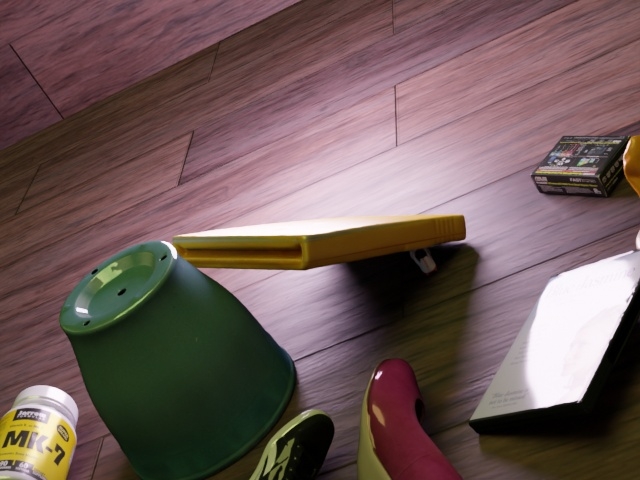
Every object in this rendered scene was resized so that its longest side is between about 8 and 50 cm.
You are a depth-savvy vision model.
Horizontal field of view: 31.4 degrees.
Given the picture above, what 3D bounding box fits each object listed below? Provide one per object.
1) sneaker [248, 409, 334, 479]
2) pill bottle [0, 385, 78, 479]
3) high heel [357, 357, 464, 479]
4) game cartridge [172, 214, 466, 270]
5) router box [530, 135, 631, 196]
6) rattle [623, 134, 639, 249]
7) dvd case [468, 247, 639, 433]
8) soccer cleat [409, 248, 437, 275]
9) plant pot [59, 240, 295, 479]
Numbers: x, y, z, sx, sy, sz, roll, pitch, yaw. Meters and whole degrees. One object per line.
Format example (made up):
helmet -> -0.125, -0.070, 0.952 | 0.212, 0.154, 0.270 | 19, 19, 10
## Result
sneaker -> -0.033, 0.305, 1.327 | 0.217, 0.079, 0.121 | -49, 34, -14
pill bottle -> -0.422, 0.314, 1.651 | 0.119, 0.119, 0.208 | -24, 29, 16
high heel -> 0.127, 0.256, 1.247 | 0.181, 0.127, 0.377 | 5, 32, 7
game cartridge -> 0.000, 0.000, 1.629 | 0.324, 0.052, 0.285 | -6, 4, -43
router box -> 0.373, -0.106, 1.608 | 0.122, 0.038, 0.092 | 7, 46, 51
rattle -> 0.427, -0.024, 1.321 | 0.130, 0.142, 0.199 | -4, 28, 11
dvd case -> 0.286, 0.112, 1.308 | 0.180, 0.022, 0.253 | -25, 23, 52
soccer cleat -> 0.144, 0.020, 1.639 | 0.029, 0.035, 0.083 | -31, 28, 4
plant pot -> -0.214, 0.150, 1.560 | 0.272, 0.255, 0.271 | -25, 28, 15
